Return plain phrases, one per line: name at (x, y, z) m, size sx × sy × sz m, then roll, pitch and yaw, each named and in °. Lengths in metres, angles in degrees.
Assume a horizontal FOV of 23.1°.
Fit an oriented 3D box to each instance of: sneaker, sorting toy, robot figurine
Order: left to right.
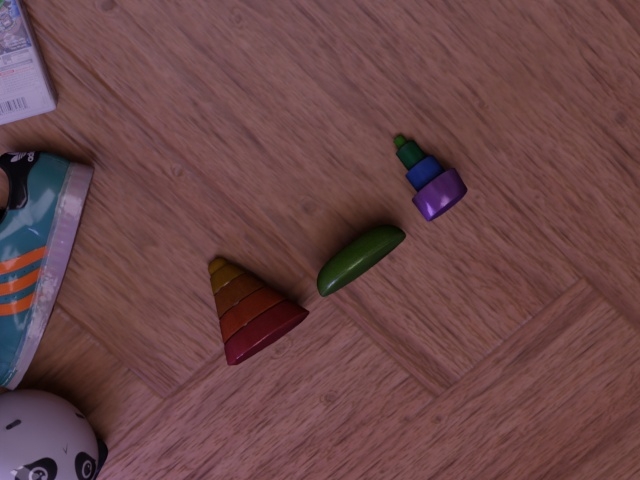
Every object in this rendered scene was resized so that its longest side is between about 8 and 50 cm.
robot figurine at (-0.381, 0.314, 1.949) m, size 0.173 × 0.209 × 0.278 m, roll 26°, pitch 120°, yaw -6°
sneaker at (-0.366, 0.031, 1.878) m, size 0.121 × 0.108 × 0.302 m, roll 18°, pitch 107°, yaw -7°
sorting toy at (0.000, 0.000, 1.904) m, size 0.365 × 0.127 × 0.126 m, roll -38°, pitch 82°, yaw 10°

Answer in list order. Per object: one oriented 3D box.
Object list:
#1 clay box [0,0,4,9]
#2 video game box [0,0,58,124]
clay box at (-0.429, -0.342, 1.695) m, size 0.222 × 0.053 × 0.127 m, roll 27°, pitch 99°, yaw -3°
video game box at (-0.426, -0.213, 1.788) m, size 0.205 × 0.048 × 0.187 m, roll -15°, pitch 116°, yaw 3°
